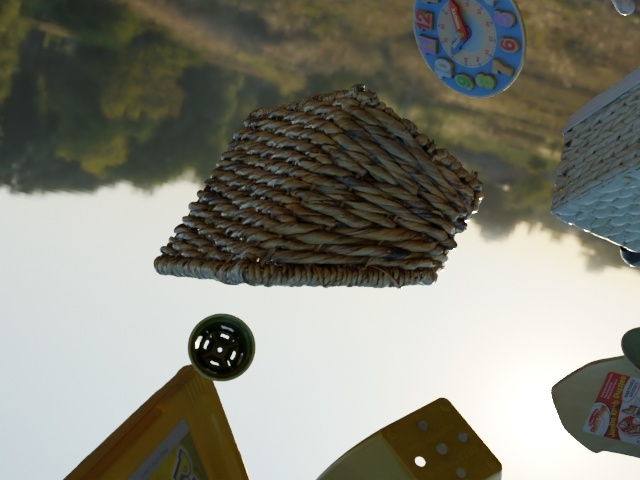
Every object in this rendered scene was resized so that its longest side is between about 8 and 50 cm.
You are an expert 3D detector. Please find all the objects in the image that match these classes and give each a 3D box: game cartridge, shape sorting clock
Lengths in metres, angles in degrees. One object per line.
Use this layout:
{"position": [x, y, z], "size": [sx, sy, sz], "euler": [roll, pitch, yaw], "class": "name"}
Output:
{"position": [-0.175, 0.342, 1.498], "size": [0.052, 0.285, 0.323], "euler": [-12, -165, 27], "class": "game cartridge"}
{"position": [0.219, -0.312, 1.832], "size": [0.040, 0.206, 0.206], "euler": [-28, -147, -36], "class": "shape sorting clock"}

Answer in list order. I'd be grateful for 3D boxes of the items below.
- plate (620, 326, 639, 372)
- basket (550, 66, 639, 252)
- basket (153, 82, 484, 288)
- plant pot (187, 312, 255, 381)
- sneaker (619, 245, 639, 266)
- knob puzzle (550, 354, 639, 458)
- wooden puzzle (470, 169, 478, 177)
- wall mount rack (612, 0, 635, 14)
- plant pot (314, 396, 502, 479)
{"position": [0.518, 0.183, 1.751], "size": [0.188, 0.024, 0.188], "euler": [12, -154, -6], "class": "plate"}
{"position": [0.282, -0.066, 1.027], "size": [0.113, 0.103, 0.167], "euler": [22, 160, -13], "class": "basket"}
{"position": [0.000, 0.000, 1.243], "size": [0.213, 0.223, 0.299], "euler": [37, 164, -21], "class": "basket"}
{"position": [-0.124, 0.136, 1.528], "size": [0.083, 0.083, 0.079], "euler": [16, 171, -3], "class": "plant pot"}
{"position": [0.418, -0.084, 1.606], "size": [0.118, 0.222, 0.083], "euler": [26, 171, -22], "class": "sneaker"}
{"position": [0.442, 0.242, 1.844], "size": [0.213, 0.213, 0.030], "euler": [16, -147, -2], "class": "knob puzzle"}
{"position": [0.261, -0.088, 2.134], "size": [0.006, 0.083, 0.049], "euler": [17, -144, 19], "class": "wooden puzzle"}
{"position": [0.369, -0.369, 1.281], "size": [0.350, 0.304, 0.130], "euler": [-1, 177, -18], "class": "wall mount rack"}
{"position": [0.148, 0.360, 1.832], "size": [0.212, 0.187, 0.212], "euler": [-21, -121, -36], "class": "plant pot"}
